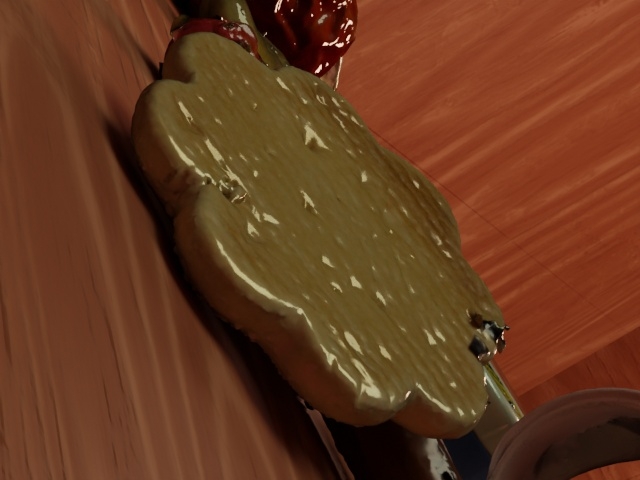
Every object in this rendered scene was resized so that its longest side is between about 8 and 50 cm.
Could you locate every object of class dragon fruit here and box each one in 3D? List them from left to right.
[{"bbox_3d":[-0.084,-0.132,1.514,0.081,0.086,0.116,22,-8,6],"label":"dragon fruit"}]

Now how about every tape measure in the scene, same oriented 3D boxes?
[{"bbox_3d":[0.140,0.157,1.900,0.215,0.098,0.351,60,7,30],"label":"tape measure"}]

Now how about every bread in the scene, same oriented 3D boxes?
[{"bbox_3d":[0.000,0.000,1.207,0.316,0.054,0.316,36,30,-25],"label":"bread"}]

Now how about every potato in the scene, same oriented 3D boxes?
[{"bbox_3d":[-0.080,-0.186,1.908,0.138,0.070,0.091,55,8,-29],"label":"potato"}]

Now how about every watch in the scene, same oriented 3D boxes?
[{"bbox_3d":[0.189,0.200,1.393,0.244,0.231,0.196,65,9,24],"label":"watch"}]

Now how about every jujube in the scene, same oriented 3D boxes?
[{"bbox_3d":[-0.058,-0.268,2.032,0.174,0.174,0.250,64,1,42],"label":"jujube"}]

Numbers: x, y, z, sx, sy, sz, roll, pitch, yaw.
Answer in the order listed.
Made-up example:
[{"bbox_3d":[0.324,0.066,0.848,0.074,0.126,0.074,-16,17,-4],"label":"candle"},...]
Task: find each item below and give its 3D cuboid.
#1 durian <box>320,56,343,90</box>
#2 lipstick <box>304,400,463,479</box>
[{"bbox_3d":[-0.071,-0.301,2.240,0.196,0.185,0.305,55,-21,41],"label":"durian"},{"bbox_3d":[0.045,0.131,1.248,0.418,0.077,0.077,62,6,22],"label":"lipstick"}]
